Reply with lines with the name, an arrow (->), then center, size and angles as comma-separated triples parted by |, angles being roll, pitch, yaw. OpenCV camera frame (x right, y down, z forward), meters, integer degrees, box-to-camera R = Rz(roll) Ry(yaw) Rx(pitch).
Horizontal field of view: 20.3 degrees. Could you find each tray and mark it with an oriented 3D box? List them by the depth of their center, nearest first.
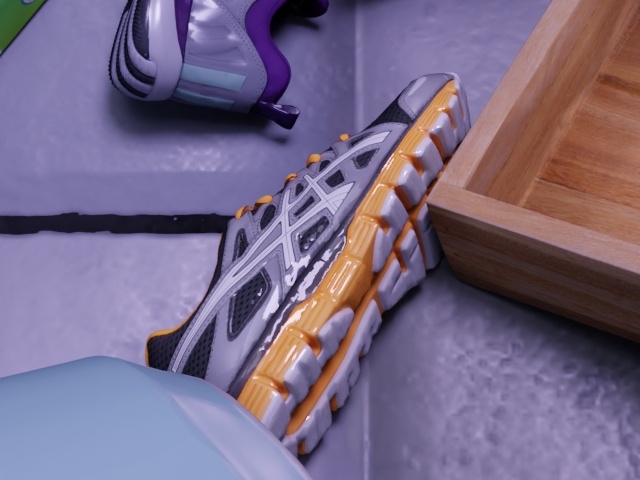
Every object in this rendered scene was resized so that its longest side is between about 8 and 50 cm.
tray -> 0.274, -0.016, 0.761 | 0.411, 0.076, 0.203 | 19, 64, 30

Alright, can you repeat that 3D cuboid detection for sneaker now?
sneaker -> 0.000, 0.000, 0.818 | 0.083, 0.084, 0.215 | 22, 62, 28
sneaker -> -0.040, -0.159, 0.916 | 0.098, 0.083, 0.223 | 17, 65, -15

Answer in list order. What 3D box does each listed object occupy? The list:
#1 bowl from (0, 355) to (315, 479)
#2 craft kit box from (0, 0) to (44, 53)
bowl -> -0.062, 0.161, 0.608 | 0.163, 0.311, 0.311 | -34, 66, -17
craft kit box -> -0.291, -0.125, 0.909 | 0.247, 0.061, 0.250 | 29, 68, 13
